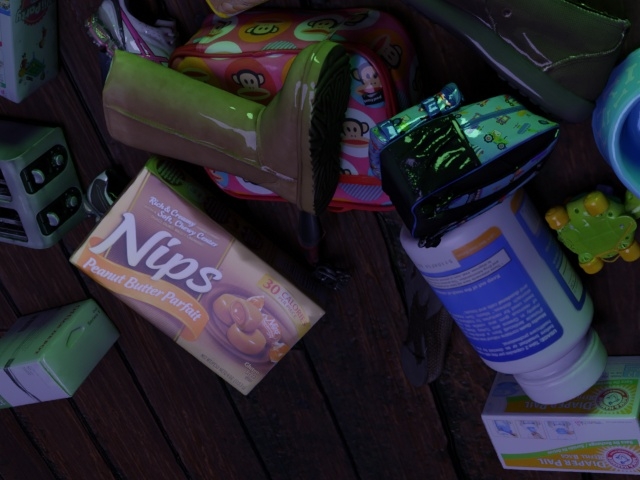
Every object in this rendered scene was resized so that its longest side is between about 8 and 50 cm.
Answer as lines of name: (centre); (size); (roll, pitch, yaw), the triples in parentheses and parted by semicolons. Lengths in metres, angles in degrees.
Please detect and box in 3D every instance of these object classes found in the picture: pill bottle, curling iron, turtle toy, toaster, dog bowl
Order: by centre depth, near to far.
dog bowl: (0.401, -0.066, 0.932); (0.297, 0.074, 0.166); (42, 120, -7)
turtle toy: (0.320, -0.025, 1.047); (0.130, 0.066, 0.095); (-24, 114, 41)
pill bottle: (0.225, 0.060, 1.114); (0.152, 0.152, 0.272); (-19, 115, 40)
curling iron: (0.000, 0.000, 1.203); (0.068, 0.035, 0.274); (26, 161, 16)
toaster: (-0.462, -0.092, 1.411); (0.185, 0.110, 0.168); (11, 131, 22)

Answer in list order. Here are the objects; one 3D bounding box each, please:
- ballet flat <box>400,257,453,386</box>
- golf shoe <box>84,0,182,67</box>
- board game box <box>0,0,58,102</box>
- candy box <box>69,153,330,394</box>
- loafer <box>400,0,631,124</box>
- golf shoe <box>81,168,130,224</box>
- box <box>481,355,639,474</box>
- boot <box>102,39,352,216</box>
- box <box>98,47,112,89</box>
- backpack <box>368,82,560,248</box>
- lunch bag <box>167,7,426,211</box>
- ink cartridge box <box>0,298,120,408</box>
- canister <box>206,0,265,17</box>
ballet flat: (0.154, 0.094, 1.261); (0.084, 0.058, 0.250); (45, 143, 43)
golf shoe: (-0.199, -0.229, 1.167); (0.086, 0.067, 0.186); (-41, 107, 17)
board game box: (-0.454, -0.354, 1.193); (0.224, 0.097, 0.303); (24, 134, 11)
candy box: (-0.164, 0.048, 1.318); (0.316, 0.087, 0.183); (40, 109, -9)
loafer: (0.150, -0.267, 0.917); (0.366, 0.134, 0.130); (34, 110, -13)
golf shoe: (-0.257, -0.025, 1.374); (0.198, 0.077, 0.094); (35, 136, -3)
box: (0.330, 0.225, 1.223); (0.203, 0.114, 0.103); (-6, 124, 32)
boot: (-0.110, -0.147, 1.007); (0.269, 0.089, 0.236); (23, 140, 14)
box: (-0.250, -0.215, 1.248); (0.083, 0.018, 0.067); (19, 134, 14)
backpack: (0.147, -0.089, 0.954); (0.117, 0.173, 0.158); (60, 179, 15)
lunch bag: (-0.017, -0.140, 1.117); (0.293, 0.120, 0.258); (6, 133, 28)
ink cartridge box: (-0.477, 0.198, 1.632); (0.219, 0.160, 0.092); (-14, 120, 38)
canister: (-0.064, -0.320, 1.012); (0.170, 0.073, 0.126); (-13, 119, 39)
